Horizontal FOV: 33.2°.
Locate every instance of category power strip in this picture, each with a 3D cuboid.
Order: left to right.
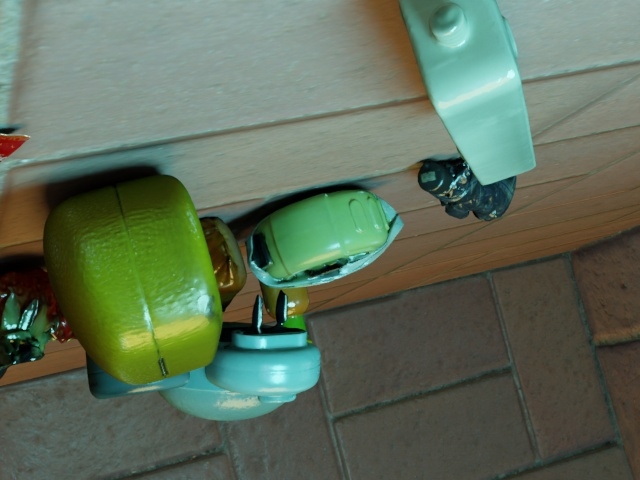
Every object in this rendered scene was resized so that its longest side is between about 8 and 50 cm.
[{"bbox_3d":[0.117,-0.112,0.793,0.062,0.091,0.385,-18,172,11],"label":"power strip"}]

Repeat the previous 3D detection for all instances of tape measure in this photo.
[{"bbox_3d":[0.000,0.000,1.330,0.199,0.106,0.175,-17,174,13],"label":"tape measure"}]

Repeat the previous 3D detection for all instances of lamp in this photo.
[{"bbox_3d":[-0.110,0.160,1.399,0.209,0.147,0.284,-3,167,-34],"label":"lamp"}]

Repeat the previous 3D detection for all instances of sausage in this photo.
[{"bbox_3d":[-0.156,0.046,1.406,0.094,0.097,0.348,-21,173,-12],"label":"sausage"}]

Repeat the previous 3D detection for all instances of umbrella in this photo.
[{"bbox_3d":[0.176,-0.068,1.361,0.071,0.080,0.224,21,-173,28],"label":"umbrella"}]

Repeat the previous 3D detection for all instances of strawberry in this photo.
[{"bbox_3d":[-0.384,0.085,1.269,0.188,0.106,0.286,-7,-177,-20],"label":"strawberry"}]

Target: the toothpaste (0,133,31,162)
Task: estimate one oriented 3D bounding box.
[{"bbox_3d":[-0.281,-0.040,0.788,0.190,0.031,0.048,-25,165,41],"label":"toothpaste"}]

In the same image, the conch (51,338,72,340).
[{"bbox_3d":[-0.390,0.115,1.624,0.089,0.074,0.121,-8,-168,-11],"label":"conch"}]

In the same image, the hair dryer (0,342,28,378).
[{"bbox_3d":[-0.595,0.157,1.534,0.359,0.120,0.304,-5,-172,4],"label":"hair dryer"}]

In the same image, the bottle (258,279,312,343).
[{"bbox_3d":[-0.050,0.081,1.525,0.069,0.187,0.069,-12,174,-1],"label":"bottle"}]

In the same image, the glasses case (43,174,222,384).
[{"bbox_3d":[-0.182,0.043,1.030,0.141,0.173,0.371,-14,170,-10],"label":"glasses case"}]

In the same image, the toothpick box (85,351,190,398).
[{"bbox_3d":[-0.227,0.092,1.289,0.120,0.184,0.120,-9,173,-1],"label":"toothpick box"}]
